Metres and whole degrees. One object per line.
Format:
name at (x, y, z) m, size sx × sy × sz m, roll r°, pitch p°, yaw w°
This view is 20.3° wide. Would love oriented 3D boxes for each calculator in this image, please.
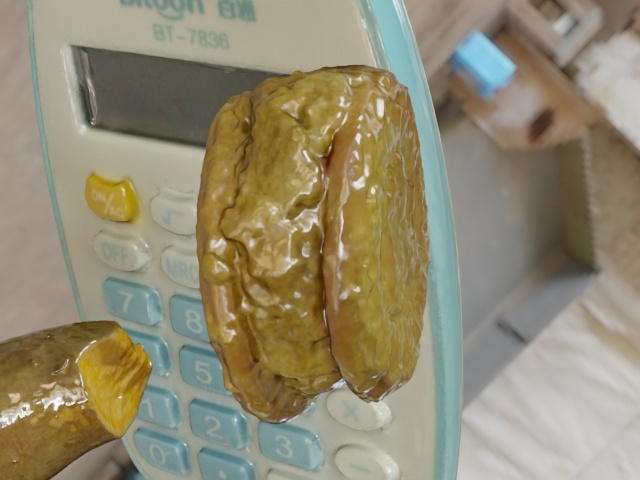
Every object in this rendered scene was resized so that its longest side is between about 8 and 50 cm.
calculator at (-0.037, 0.008, 0.919) m, size 0.054 × 0.256 × 0.386 m, roll -30°, pitch 122°, yaw -46°

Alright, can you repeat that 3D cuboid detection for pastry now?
pastry at (0.000, 0.000, 0.509) m, size 0.097 × 0.057 × 0.109 m, roll -80°, pitch 160°, yaw -50°

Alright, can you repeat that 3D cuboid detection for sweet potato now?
sweet potato at (-0.186, 0.104, 0.787) m, size 0.244 × 0.077 × 0.077 m, roll -28°, pitch 169°, yaw -6°
